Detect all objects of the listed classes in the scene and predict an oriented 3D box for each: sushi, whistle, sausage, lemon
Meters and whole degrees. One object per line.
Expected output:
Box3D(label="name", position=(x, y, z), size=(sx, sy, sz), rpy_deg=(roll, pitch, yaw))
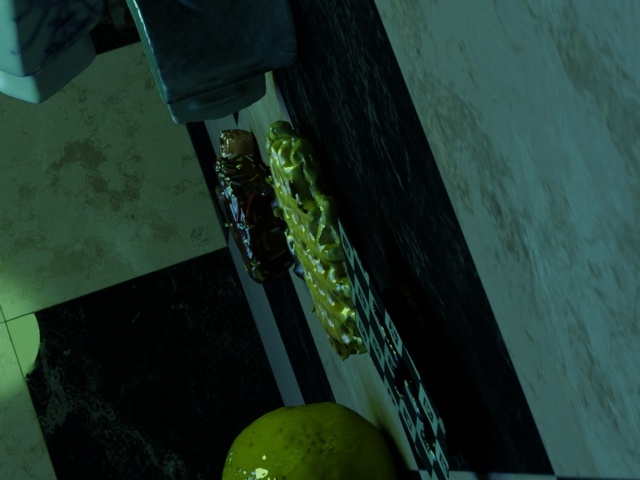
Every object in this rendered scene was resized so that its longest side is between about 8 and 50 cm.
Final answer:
Box3D(label="sushi", position=(0.094, 0.122, 1.291), size=(0.192, 0.043, 0.279), rpy_deg=(79, 169, -46))
Box3D(label="whistle", position=(-0.143, -0.265, 1.549), size=(0.405, 0.168, 0.188), rpy_deg=(149, 101, -82))
Box3D(label="sausage", position=(-0.134, -0.089, 2.271), size=(0.304, 0.078, 0.078), rpy_deg=(85, 164, -55))
Box3D(label="lemon", position=(-0.013, 0.354, 1.809), size=(0.310, 0.258, 0.257), rpy_deg=(-140, 31, -69))

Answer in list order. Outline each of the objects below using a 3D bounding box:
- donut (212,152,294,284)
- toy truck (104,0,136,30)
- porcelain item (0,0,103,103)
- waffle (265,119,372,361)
Box3D(label="donut", position=(-0.102, -0.038, 2.080), size=(0.230, 0.096, 0.216), rpy_deg=(88, 159, -65))
Box3D(label="toy truck", position=(-0.308, -0.519, 2.058), size=(0.387, 0.173, 0.206), rpy_deg=(93, 156, -70))
Box3D(label="porcelain item", position=(-0.460, -0.390, 1.989), size=(0.178, 0.242, 0.405), rpy_deg=(43, 160, 13))
Box3D(label="waffle", position=(-0.003, 0.001, 1.628), size=(0.307, 0.060, 0.311), rpy_deg=(101, 149, -71))
